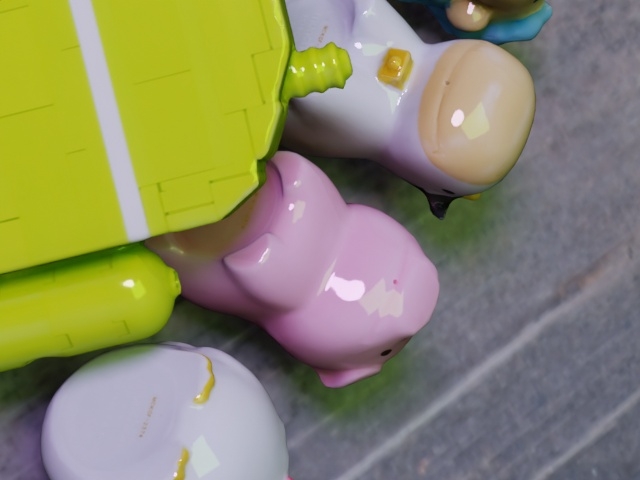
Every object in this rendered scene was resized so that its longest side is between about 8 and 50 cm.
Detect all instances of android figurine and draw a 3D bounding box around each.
[{"bbox_3d":[-0.126,-0.073,0.806,0.273,0.056,0.248,-15,92,3],"label":"android figurine"}]

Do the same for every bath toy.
[{"bbox_3d":[0.000,0.000,0.909,0.348,0.151,0.129,-63,149,-19],"label":"bath toy"}]
